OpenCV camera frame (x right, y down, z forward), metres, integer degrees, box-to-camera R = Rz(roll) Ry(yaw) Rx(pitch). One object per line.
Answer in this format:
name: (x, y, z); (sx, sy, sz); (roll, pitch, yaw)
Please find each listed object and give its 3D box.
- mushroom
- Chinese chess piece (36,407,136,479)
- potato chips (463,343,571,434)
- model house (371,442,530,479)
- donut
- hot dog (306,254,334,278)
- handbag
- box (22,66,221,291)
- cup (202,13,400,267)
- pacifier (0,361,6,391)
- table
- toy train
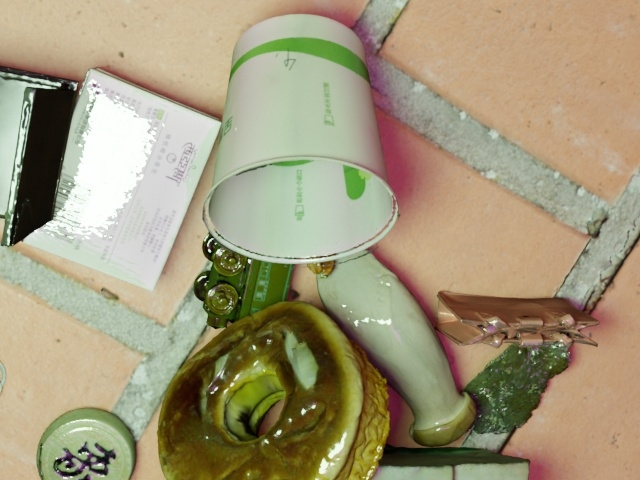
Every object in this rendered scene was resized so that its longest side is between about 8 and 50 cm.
mushroom: (0.114, 0.156, 1.672); (0.128, 0.128, 0.350); (-33, 105, -3)
Chinese chess piece: (-0.342, 0.317, 1.649); (0.144, 0.058, 0.144); (-1, 100, -9)
potato chips: (0.299, 0.233, 1.757); (0.209, 0.026, 0.142); (-27, 112, 4)
model house: (0.134, 0.439, 1.623); (0.299, 0.243, 0.284); (3, 82, -16)
donut: (-0.060, 0.240, 1.541); (0.330, 0.330, 0.160); (-56, 143, 2)
hot dog: (0.000, 0.000, 1.631); (0.049, 0.037, 0.122); (30, 50, -33)
handbag: (0.288, 0.119, 1.675); (0.213, 0.157, 0.059); (2, 99, -11)
box: (-0.274, -0.086, 1.568); (0.195, 0.111, 0.260); (23, 93, -11)
cup: (-0.030, -0.138, 1.499); (0.253, 0.253, 0.273); (4, 59, -10)
pacifier: (-0.478, 0.199, 1.604); (0.068, 0.064, 0.083); (-10, 102, -26)
table: (-0.448, -0.123, 1.352); (0.251, 0.282, 0.196); (12, 96, -5)
toy train: (-0.098, 0.023, 1.630); (0.137, 0.090, 0.225); (8, 103, -22)
